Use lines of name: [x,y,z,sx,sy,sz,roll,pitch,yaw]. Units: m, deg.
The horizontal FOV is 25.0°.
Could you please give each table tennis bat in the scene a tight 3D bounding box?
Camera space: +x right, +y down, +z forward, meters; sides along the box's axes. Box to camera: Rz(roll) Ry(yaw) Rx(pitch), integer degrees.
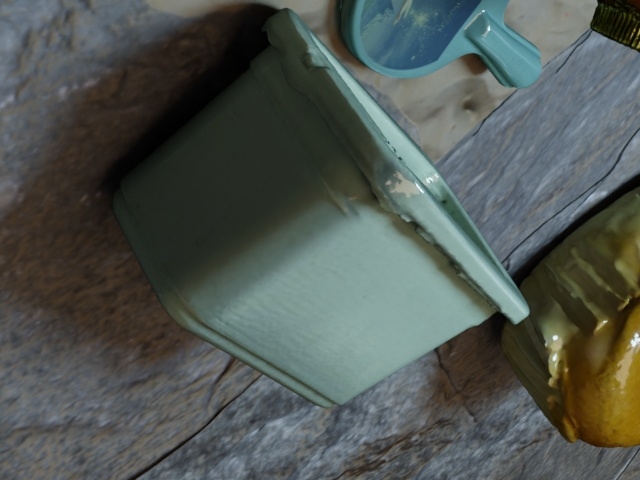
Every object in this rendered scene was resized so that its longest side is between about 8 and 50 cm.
table tennis bat: [0.101,-0.166,1.047,0.149,0.038,0.237,-47,146,9]

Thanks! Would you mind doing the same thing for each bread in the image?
bread: [0.372,0.054,1.481,0.388,0.183,0.236,-35,146,-11]

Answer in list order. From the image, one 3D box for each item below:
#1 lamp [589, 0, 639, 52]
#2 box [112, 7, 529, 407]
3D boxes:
lamp: [0.256,-0.218,0.974,0.223,0.223,0.196,9,109,-52]
box: [0.000,0.000,1.023,0.182,0.175,0.312,-36,150,7]
